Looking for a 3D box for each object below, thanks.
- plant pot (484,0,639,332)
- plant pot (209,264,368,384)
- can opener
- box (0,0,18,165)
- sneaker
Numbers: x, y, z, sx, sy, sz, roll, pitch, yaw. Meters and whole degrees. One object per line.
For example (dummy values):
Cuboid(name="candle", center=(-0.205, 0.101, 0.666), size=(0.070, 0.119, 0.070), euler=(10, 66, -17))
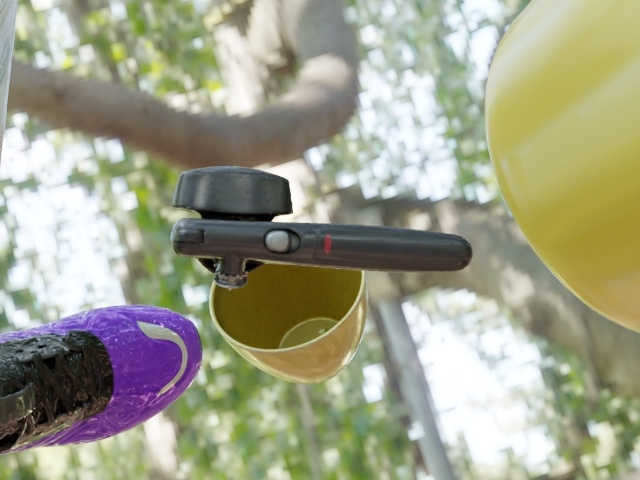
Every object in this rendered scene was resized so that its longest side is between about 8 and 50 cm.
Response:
Cuboid(name="plant pot", center=(0.197, -0.072, 0.764), size=(0.254, 0.254, 0.239), euler=(0, -19, -37))
Cuboid(name="plant pot", center=(-0.015, 0.067, 1.665), size=(0.134, 0.134, 0.095), euler=(-19, -43, 3))
Cuboid(name="can opener", center=(0.000, 0.000, 1.201), size=(0.186, 0.073, 0.059), euler=(8, 7, 0))
Cuboid(name="box", center=(-0.228, 0.006, 1.042), size=(0.087, 0.169, 0.290), euler=(11, -57, -1))
Cuboid(name="sneaker", center=(-0.221, 0.116, 1.461), size=(0.293, 0.102, 0.146), euler=(-12, 3, -13))
